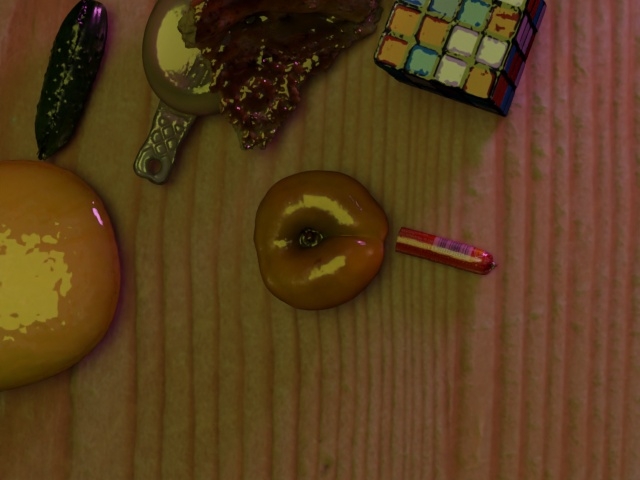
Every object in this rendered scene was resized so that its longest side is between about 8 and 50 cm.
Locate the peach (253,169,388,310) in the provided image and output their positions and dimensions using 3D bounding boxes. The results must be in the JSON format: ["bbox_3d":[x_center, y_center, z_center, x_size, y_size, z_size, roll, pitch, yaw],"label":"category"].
[{"bbox_3d":[0.000,0.000,1.706,0.179,0.103,0.179,-1,87,12],"label":"peach"}]

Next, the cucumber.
[{"bbox_3d":[-0.340,-0.215,1.832,0.069,0.069,0.227,21,97,15],"label":"cucumber"}]

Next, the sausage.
[{"bbox_3d":[0.159,0.015,1.697,0.129,0.034,0.034,15,91,15],"label":"sausage"}]

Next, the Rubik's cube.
[{"bbox_3d":[0.172,-0.252,1.646,0.154,0.151,0.155,22,94,14],"label":"Rubik's cube"}]

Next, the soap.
[{"bbox_3d":[-0.476,0.056,1.818,0.427,0.115,0.306,-12,78,5],"label":"soap"}]

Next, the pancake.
[{"bbox_3d":[-0.049,-0.229,1.710,0.266,0.057,0.245,3,103,-15],"label":"pancake"}]

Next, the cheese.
[{"bbox_3d":[-0.169,-0.208,1.777,0.163,0.082,0.286,22,96,16],"label":"cheese"}]
